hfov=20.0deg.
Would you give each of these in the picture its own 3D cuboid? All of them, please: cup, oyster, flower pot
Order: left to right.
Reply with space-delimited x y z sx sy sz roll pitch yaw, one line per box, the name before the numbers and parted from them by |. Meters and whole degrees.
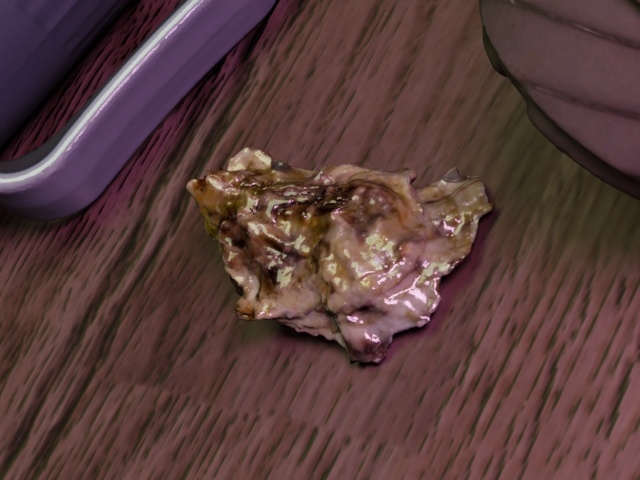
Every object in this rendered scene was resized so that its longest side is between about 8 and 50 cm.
cup | -0.220 -0.200 1.120 0.311 0.257 0.331 -48 34 -2
oyster | 0.000 0.003 0.878 0.165 0.053 0.108 5 71 40
flower pot | 0.151 -0.103 0.705 0.140 0.235 0.235 -53 29 34
